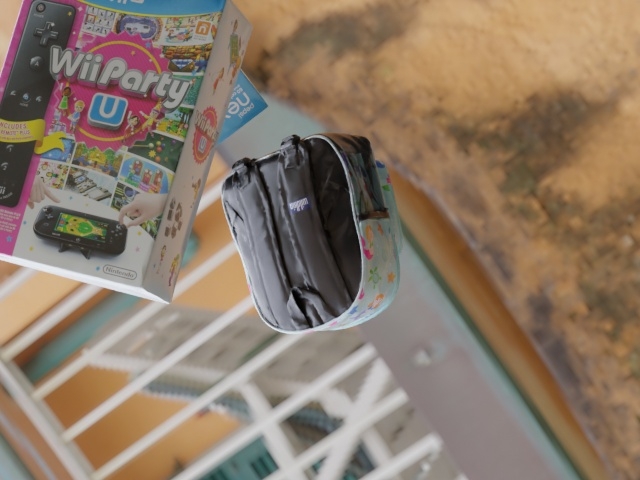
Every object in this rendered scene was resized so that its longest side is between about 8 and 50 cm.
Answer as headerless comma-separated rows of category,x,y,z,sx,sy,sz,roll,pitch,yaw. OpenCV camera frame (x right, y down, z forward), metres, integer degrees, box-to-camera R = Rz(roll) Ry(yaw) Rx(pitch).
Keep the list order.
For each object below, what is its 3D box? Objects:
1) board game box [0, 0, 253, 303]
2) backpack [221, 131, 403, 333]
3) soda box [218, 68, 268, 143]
board game box,-0.221,-0.111,1.623,0.097,0.224,0.303,39,-115,-71
backpack,0.000,0.000,2.195,0.191,0.225,0.253,5,-112,-53
soda box,-0.181,-0.158,2.231,0.071,0.210,0.067,52,180,-24
